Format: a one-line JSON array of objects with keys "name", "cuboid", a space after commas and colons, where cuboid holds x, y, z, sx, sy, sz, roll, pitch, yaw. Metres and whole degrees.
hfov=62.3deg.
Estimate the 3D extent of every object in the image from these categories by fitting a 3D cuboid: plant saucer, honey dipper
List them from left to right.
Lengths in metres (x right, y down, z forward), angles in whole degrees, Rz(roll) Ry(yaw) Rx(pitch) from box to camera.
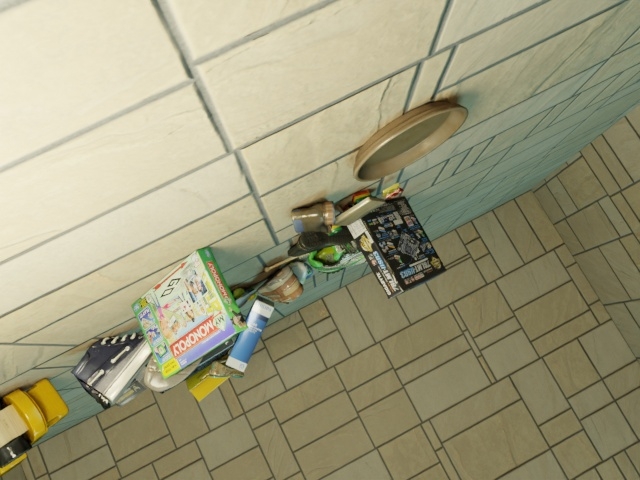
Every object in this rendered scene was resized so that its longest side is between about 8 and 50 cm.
[{"name": "honey dipper", "cuboid": [-0.115, 0.066, 1.775, 0.160, 0.031, 0.030, -23, 169, -3]}, {"name": "plant saucer", "cuboid": [0.189, -0.217, 1.153, 0.277, 0.041, 0.278, -26, 169, -5]}]

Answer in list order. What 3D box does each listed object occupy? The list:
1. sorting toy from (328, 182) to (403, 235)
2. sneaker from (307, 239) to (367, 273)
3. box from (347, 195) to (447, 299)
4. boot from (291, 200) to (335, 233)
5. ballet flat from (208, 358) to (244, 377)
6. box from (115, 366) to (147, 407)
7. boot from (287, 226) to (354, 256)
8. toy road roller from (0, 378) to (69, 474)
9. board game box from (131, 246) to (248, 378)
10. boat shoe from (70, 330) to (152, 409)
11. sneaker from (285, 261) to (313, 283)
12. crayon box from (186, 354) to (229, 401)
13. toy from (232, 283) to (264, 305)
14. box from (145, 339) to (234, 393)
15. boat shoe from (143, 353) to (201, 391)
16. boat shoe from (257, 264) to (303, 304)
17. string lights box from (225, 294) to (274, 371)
[{"name": "sorting toy", "cuboid": [0.106, -0.099, 1.482, 0.274, 0.046, 0.132, -32, 168, 23]}, {"name": "sneaker", "cuboid": [0.116, 0.034, 1.845, 0.343, 0.134, 0.146, -24, 168, 18]}, {"name": "box", "cuboid": [0.243, 0.013, 1.683, 0.295, 0.293, 0.073, -16, 165, -49]}, {"name": "boot", "cuboid": [-0.022, -0.057, 1.358, 0.106, 0.082, 0.219, -5, 171, -4]}, {"name": "ballet flat", "cuboid": [-0.347, 0.485, 2.008, 0.073, 0.067, 0.206, 3, 167, 22]}, {"name": "box", "cuboid": [-0.670, 0.444, 1.746, 0.231, 0.183, 0.056, -37, -165, 38]}, {"name": "boot", "cuboid": [0.000, 0.000, 1.654, 0.197, 0.077, 0.137, -7, 165, -27]}, {"name": "toy road roller", "cuboid": [-0.949, 0.576, 1.662, 0.329, 0.202, 0.240, -39, 175, 41]}, {"name": "board game box", "cuboid": [-0.327, 0.184, 1.290, 0.317, 0.214, 0.046, -36, 167, 34]}, {"name": "boat shoe", "cuboid": [-0.584, 0.317, 1.590, 0.341, 0.158, 0.127, -54, 179, -31]}, {"name": "sneaker", "cuboid": [-0.077, 0.112, 1.980, 0.126, 0.091, 0.240, -43, 178, -30]}, {"name": "crayon box", "cuboid": [-0.453, 0.542, 2.179, 0.202, 0.081, 0.318, -37, -170, -14]}, {"name": "toy", "cuboid": [-0.298, 0.208, 1.885, 0.137, 0.056, 0.237, -45, 171, 17]}, {"name": "box", "cuboid": [-0.492, 0.397, 1.929, 0.296, 0.183, 0.294, -29, 172, -23]}, {"name": "boat shoe", "cuboid": [-0.417, 0.330, 1.660, 0.355, 0.132, 0.130, -53, -179, -37]}, {"name": "boat shoe", "cuboid": [-0.137, 0.173, 1.855, 0.123, 0.116, 0.324, -44, -177, -14]}, {"name": "string lights box", "cuboid": [-0.260, 0.341, 1.968, 0.260, 0.076, 0.133, -64, -175, 0]}]
